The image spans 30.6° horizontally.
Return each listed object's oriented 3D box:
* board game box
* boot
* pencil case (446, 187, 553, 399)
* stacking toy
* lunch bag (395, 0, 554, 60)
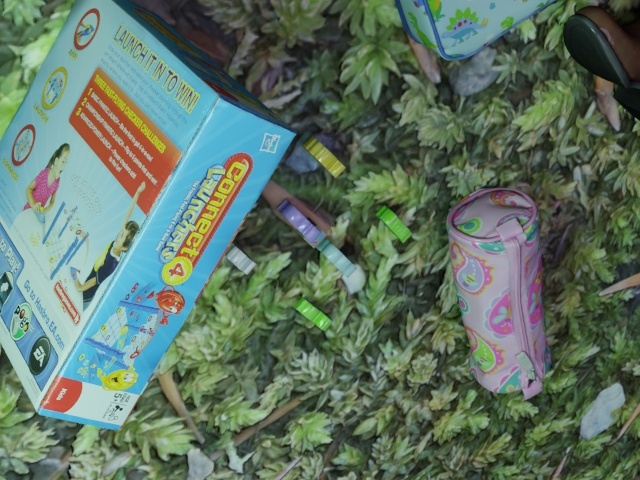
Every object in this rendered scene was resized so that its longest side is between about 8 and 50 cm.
[{"bbox_3d":[-0.196,-0.043,1.053,0.086,0.308,0.301,23,105,-40],"label":"board game box"},{"bbox_3d":[0.445,-0.301,1.434,0.264,0.096,0.280,31,98,-40],"label":"boot"},{"bbox_3d":[0.236,0.071,1.512,0.124,0.124,0.284,-25,127,-17],"label":"pencil case"},{"bbox_3d":[0.000,0.000,1.367,0.167,0.052,0.221,-47,131,1],"label":"stacking toy"},{"bbox_3d":[0.178,-0.316,1.262,0.219,0.090,0.176,-34,131,-10],"label":"lunch bag"}]
